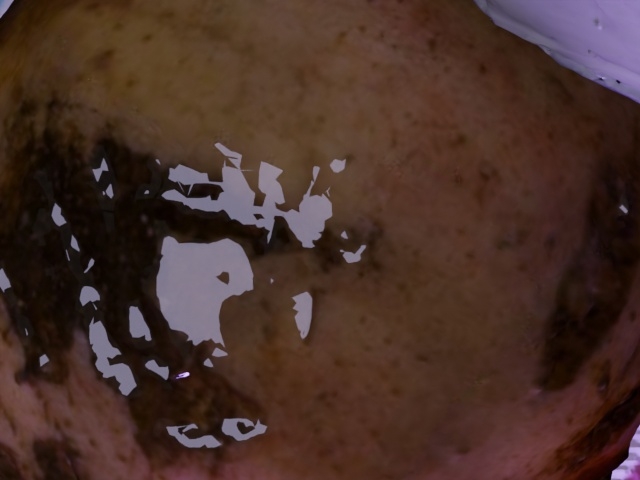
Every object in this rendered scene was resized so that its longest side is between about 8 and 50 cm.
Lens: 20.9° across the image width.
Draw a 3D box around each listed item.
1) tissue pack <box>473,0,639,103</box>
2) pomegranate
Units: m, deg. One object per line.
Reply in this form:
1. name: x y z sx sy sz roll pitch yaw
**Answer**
1. tissue pack: 0.224 -0.167 0.498 0.242 0.125 0.343 27 66 24
2. pomegranate: 0.000 0.000 0.654 0.322 0.322 0.322 5 100 29
